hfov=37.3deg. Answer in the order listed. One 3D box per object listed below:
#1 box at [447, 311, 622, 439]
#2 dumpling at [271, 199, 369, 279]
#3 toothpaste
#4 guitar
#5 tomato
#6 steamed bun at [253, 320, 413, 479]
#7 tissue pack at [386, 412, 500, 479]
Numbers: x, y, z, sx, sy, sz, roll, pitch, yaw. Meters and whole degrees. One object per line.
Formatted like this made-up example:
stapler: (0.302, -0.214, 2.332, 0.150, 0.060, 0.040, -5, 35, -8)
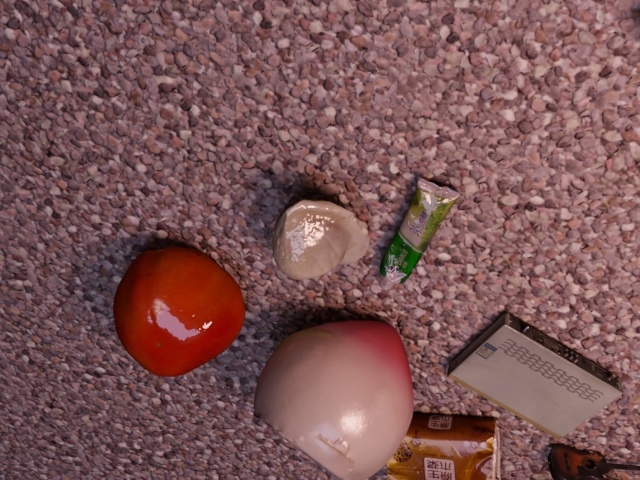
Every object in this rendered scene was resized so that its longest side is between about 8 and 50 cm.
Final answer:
box: (0.400, 0.254, 1.771, 0.270, 0.045, 0.211, 29, 130, -10)
dumpling: (0.000, -0.002, 1.613, 0.166, 0.126, 0.216, -5, 126, -2)
toothpaste: (0.156, -0.004, 1.620, 0.078, 0.047, 0.248, 21, 129, -6)
guitar: (0.568, 0.452, 1.884, 0.233, 0.088, 0.025, 5, 130, -3)
tomato: (-0.271, 0.136, 1.754, 0.259, 0.180, 0.260, 4, 122, 7)
steamed bun: (0.046, 0.272, 1.748, 0.309, 0.309, 0.309, 7, 130, 8)
tissue pack: (0.249, 0.441, 1.924, 0.226, 0.092, 0.183, 2, 119, 16)
